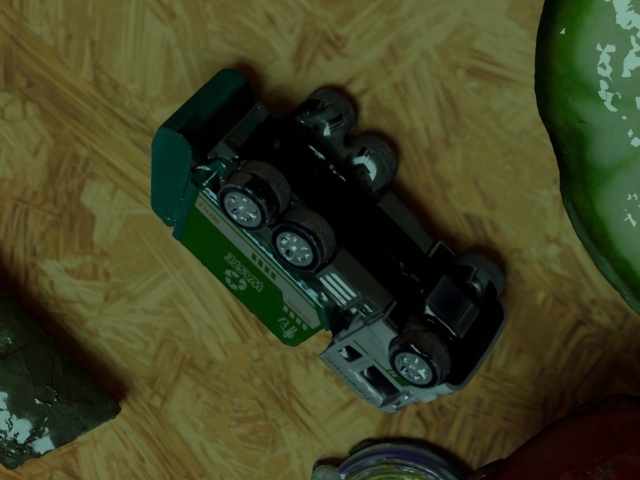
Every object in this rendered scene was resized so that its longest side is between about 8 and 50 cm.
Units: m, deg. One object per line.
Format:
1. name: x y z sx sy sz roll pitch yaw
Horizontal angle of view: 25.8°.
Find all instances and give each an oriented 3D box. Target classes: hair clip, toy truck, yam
1. hair clip: 0.075 0.211 1.063 0.172 0.049 0.116 43 115 6
2. toy truck: 0.000 0.000 0.924 0.253 0.114 0.124 46 141 -7
3. yam: -0.258 0.103 1.114 0.183 0.107 0.107 49 127 -7

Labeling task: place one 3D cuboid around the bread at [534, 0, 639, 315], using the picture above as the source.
1. bread: 0.300 -0.086 0.714 0.366 0.129 0.382 27 126 9

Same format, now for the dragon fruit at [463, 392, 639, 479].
1. dragon fruit: 0.218 0.239 0.862 0.302 0.295 0.295 -29 105 24
